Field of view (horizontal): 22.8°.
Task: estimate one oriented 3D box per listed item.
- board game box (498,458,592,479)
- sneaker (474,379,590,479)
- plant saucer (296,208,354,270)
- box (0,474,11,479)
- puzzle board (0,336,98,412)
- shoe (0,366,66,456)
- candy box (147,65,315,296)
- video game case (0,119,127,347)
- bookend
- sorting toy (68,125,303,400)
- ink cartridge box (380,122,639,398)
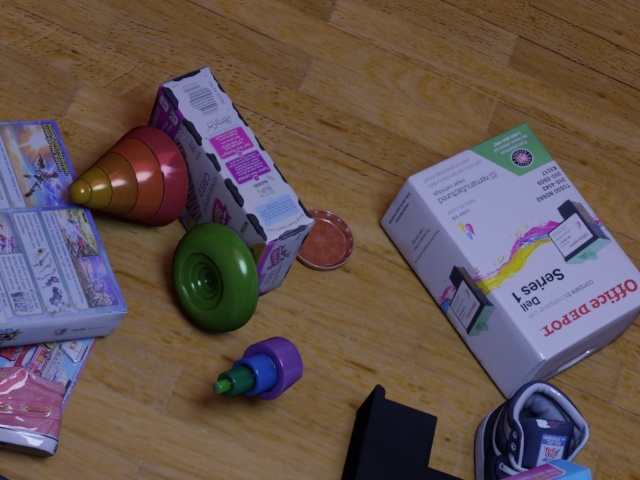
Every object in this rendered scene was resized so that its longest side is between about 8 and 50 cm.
[{"bbox_3d":[0.152,0.387,1.637,0.316,0.064,0.242,-15,98,-22],"label":"board game box"},{"bbox_3d":[0.237,0.292,1.750,0.099,0.153,0.282,5,59,-16],"label":"sneaker"},{"bbox_3d":[0.000,0.000,1.930,0.083,0.013,0.083,9,58,-15],"label":"plant saucer"},{"bbox_3d":[-0.370,0.397,1.397,0.296,0.183,0.294,-20,64,7],"label":"box"},{"bbox_3d":[-0.311,0.136,1.742,0.096,0.011,0.128,24,56,-4],"label":"puzzle board"},{"bbox_3d":[-0.357,0.170,1.668,0.178,0.063,0.081,15,69,-17],"label":"shoe"},{"bbox_3d":[-0.114,-0.061,1.839,0.071,0.159,0.233,-26,71,-28],"label":"candy box"},{"bbox_3d":[-0.371,-0.008,1.745,0.244,0.061,0.269,-5,59,-35],"label":"video game case"},{"bbox_3d":[0.107,0.265,1.771,0.156,0.072,0.157,20,55,-8],"label":"bookend"},{"bbox_3d":[-0.166,0.033,1.765,0.126,0.127,0.365,-16,64,-47],"label":"sorting toy"},{"bbox_3d":[0.241,0.023,1.936,0.201,0.117,0.278,-26,72,-30],"label":"ink cartridge box"}]
